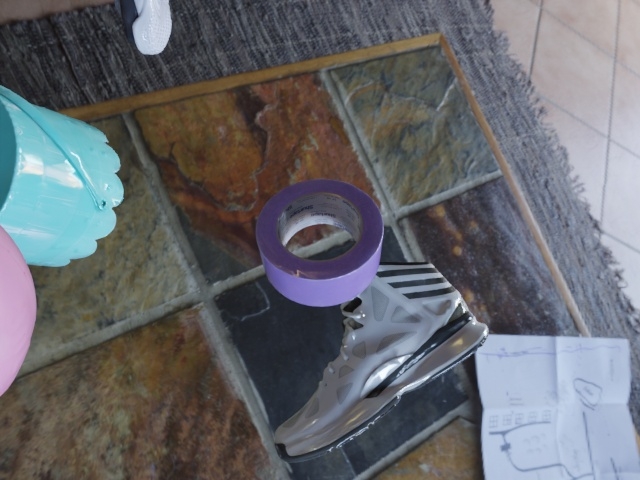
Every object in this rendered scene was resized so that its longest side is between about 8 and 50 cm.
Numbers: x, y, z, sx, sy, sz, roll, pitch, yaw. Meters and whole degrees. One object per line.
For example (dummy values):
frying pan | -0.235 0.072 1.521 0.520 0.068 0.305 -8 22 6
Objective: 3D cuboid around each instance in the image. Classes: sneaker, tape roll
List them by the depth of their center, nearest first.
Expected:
sneaker | -0.289 -0.360 0.570 0.153 0.101 0.268 -11 89 -3
tape roll | 0.000 0.000 0.685 0.189 0.080 0.188 -1 55 2
sneaker | 0.063 0.197 0.852 0.448 0.169 0.257 -34 79 -4

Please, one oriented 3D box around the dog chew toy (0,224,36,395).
dog chew toy | -0.267 0.095 0.222 0.207 0.206 0.331 -9 36 -25

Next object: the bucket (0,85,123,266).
bucket | -0.478 -0.093 0.685 0.282 0.183 0.280 -2 84 14
